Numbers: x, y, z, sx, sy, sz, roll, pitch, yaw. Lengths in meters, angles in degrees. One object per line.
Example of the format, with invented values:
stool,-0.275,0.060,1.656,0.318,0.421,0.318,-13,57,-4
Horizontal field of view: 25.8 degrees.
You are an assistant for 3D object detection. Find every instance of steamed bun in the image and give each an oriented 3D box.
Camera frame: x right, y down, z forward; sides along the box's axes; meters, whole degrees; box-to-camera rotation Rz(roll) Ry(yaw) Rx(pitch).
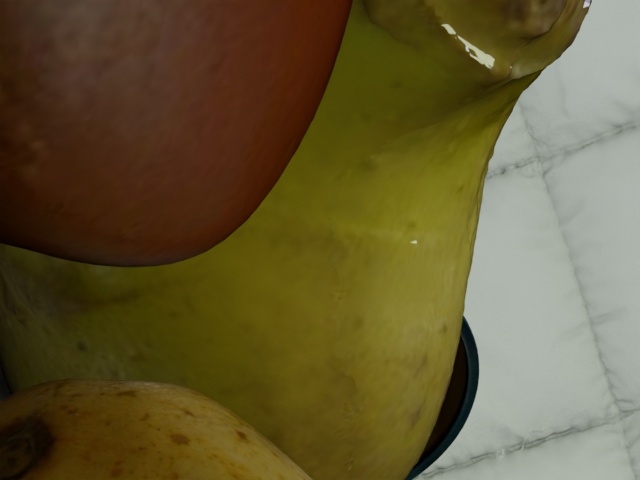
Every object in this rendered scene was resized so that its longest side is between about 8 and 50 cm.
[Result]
steamed bun,-0.105,-0.175,0.364,0.248,0.235,0.379,-33,138,-52

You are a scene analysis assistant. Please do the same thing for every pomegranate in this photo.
pomegranate,-0.066,0.151,0.504,0.196,0.196,0.196,-18,90,-86

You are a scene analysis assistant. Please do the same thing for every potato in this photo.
potato,0.000,0.000,0.674,0.290,0.397,0.295,-13,83,-54

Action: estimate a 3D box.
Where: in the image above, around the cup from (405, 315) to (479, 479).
cup,-0.007,0.067,1.208,0.292,0.242,0.307,-106,174,-57
